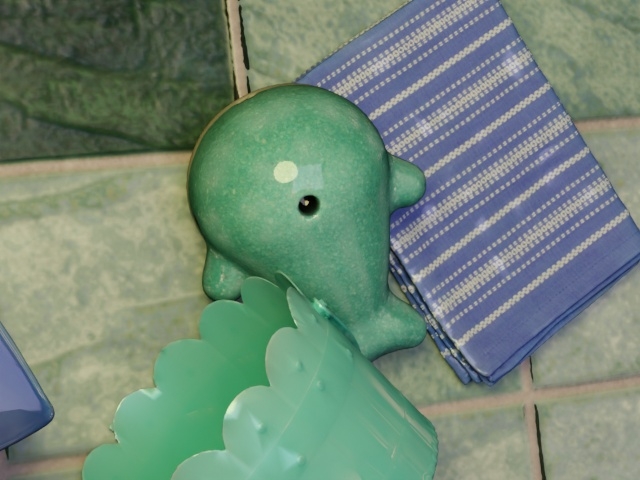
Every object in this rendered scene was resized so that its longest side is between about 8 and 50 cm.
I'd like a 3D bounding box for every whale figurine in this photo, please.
[{"bbox_3d":[0.000,0.000,1.509,0.216,0.141,0.272,-27,105,-5],"label":"whale figurine"}]

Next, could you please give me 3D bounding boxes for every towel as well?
[{"bbox_3d":[0.143,-0.062,1.636,0.243,0.040,0.336,-36,99,-21],"label":"towel"}]

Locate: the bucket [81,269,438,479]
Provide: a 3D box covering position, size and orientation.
[{"bbox_3d":[-0.052,0.183,1.416,0.183,0.281,0.281,41,72,-16],"label":"bucket"}]

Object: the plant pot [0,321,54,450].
[{"bbox_3d":[-0.355,0.086,1.323,0.212,0.236,0.236,-32,97,-14],"label":"plant pot"}]
